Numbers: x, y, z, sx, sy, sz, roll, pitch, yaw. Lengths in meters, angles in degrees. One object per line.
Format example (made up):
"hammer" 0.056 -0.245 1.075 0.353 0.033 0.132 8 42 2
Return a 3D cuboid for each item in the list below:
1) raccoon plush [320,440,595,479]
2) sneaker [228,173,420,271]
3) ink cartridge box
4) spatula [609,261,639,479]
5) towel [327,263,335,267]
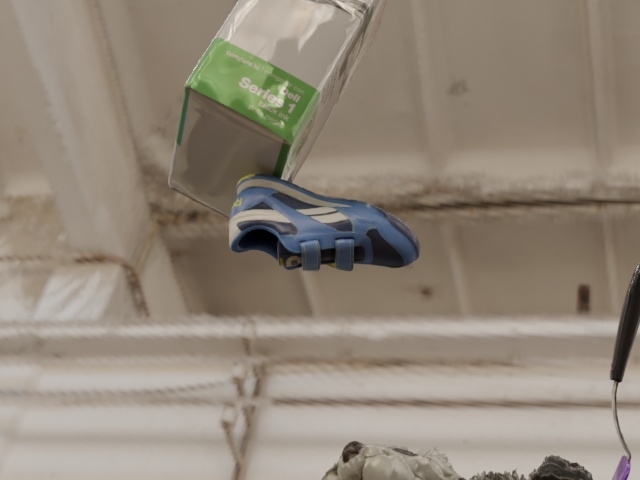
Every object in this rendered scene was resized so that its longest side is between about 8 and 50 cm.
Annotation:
"raccoon plush" 0.142 0.389 1.411 0.299 0.216 0.446 -7 -77 50
"sneaker" 0.000 0.000 1.049 0.144 0.059 0.053 14 -34 11
"ink cartridge box" -0.025 -0.140 1.133 0.092 0.219 0.160 28 -26 3
"spatula" 0.311 0.168 1.501 0.030 0.084 0.297 6 -87 8
"towel" -0.002 -0.017 1.574 0.102 0.237 0.021 23 -77 7
